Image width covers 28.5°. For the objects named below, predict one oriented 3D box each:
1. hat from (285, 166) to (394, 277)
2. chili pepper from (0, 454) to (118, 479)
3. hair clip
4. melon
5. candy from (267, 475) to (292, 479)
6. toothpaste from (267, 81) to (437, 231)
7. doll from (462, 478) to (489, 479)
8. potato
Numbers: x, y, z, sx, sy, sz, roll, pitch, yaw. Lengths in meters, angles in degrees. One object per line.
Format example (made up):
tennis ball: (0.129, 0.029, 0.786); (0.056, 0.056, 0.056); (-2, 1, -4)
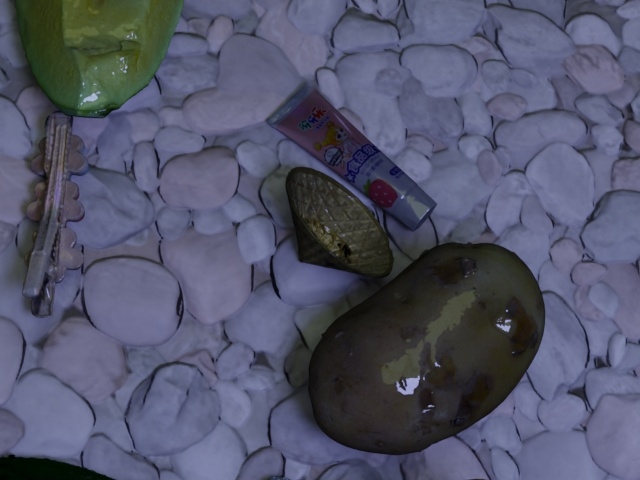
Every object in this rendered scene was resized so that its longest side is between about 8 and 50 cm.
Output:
hat: (0.000, 0.000, 1.282); (0.146, 0.067, 0.146); (35, 28, -22)
chili pepper: (-0.212, 0.244, 1.139); (0.216, 0.062, 0.108); (3, 70, -14)
hair clip: (-0.259, -0.025, 1.235); (0.062, 0.056, 0.214); (0, 61, 4)
melon: (-0.228, -0.263, 1.290); (0.196, 0.124, 0.323); (7, 75, -9)
candy: (-0.078, 0.289, 1.161); (0.053, 0.046, 0.182); (39, 64, 1)
toothpaste: (0.038, -0.087, 1.333); (0.194, 0.043, 0.067); (40, 70, 9)
doll: (0.033, 0.370, 1.082); (0.339, 0.318, 0.209); (0, 27, -21)
potato: (0.107, 0.108, 1.219); (0.262, 0.165, 0.165); (-39, 83, -16)
